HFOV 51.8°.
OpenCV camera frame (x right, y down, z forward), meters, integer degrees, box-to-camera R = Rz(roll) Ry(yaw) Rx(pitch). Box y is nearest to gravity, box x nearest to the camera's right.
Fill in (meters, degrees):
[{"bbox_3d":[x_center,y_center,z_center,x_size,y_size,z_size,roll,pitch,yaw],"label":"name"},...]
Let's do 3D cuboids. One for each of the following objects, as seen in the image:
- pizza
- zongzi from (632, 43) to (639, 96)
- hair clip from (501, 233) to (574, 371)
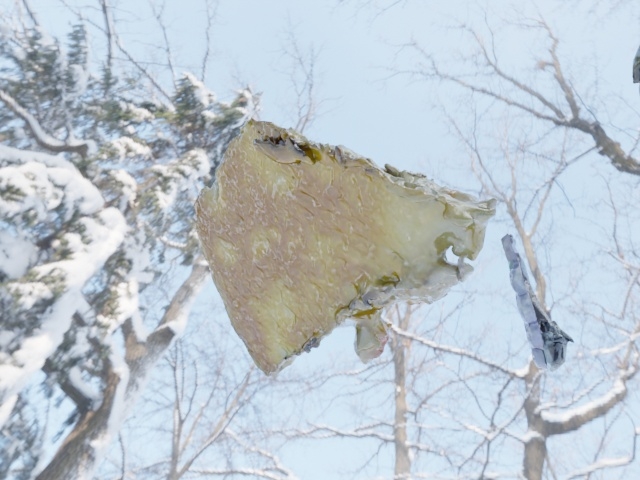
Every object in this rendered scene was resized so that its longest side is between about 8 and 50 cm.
[{"bbox_3d":[0.000,0.000,0.468,0.189,0.071,0.297,61,-33,4],"label":"pizza"},{"bbox_3d":[0.484,-0.177,0.579,0.356,0.393,0.174,28,-28,7],"label":"zongzi"},{"bbox_3d":[0.277,0.072,0.856,0.052,0.195,0.124,-17,-35,11],"label":"hair clip"}]
